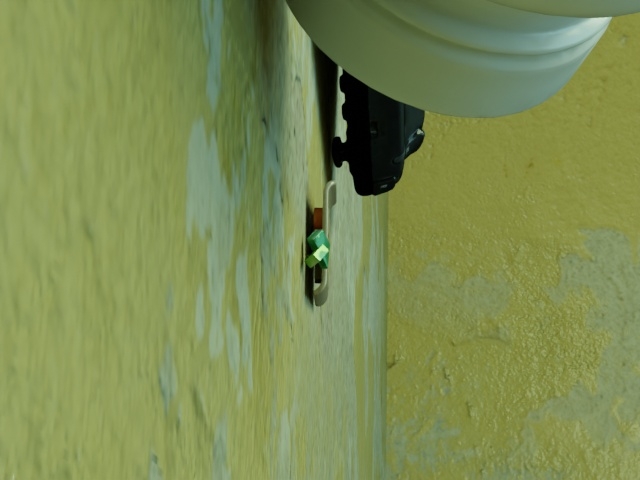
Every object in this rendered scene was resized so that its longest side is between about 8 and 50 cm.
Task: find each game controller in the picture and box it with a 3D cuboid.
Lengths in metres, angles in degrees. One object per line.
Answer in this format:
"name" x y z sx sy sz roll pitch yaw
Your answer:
"game controller" 0.022 -0.173 0.786 0.319 0.067 0.167 84 -7 -54

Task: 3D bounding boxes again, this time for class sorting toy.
"sorting toy" 0.000 0.000 0.701 0.083 0.012 0.062 83 12 -80

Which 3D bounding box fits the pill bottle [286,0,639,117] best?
"pill bottle" 0.097 -0.197 0.428 0.334 0.187 0.188 119 -20 -50
